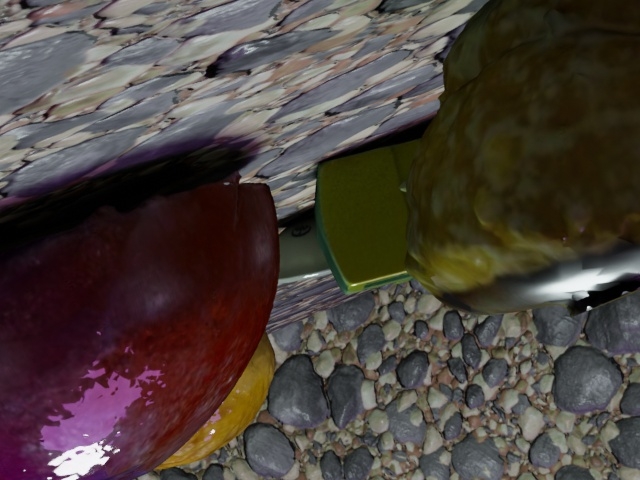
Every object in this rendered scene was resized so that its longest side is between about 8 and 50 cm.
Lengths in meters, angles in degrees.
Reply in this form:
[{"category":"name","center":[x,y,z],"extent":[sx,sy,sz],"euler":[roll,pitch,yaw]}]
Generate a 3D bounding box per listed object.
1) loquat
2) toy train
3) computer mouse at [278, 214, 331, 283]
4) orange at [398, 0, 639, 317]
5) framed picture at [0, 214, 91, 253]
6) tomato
[{"category":"loquat","center":[-0.159,0.139,1.957],"extent":[0.238,0.193,0.238],"euler":[-27,180,0]},{"category":"toy train","center":[0.109,-0.022,1.750],"extent":[0.237,0.150,0.369],"euler":[-13,174,-3]},{"category":"computer mouse","center":[0.000,0.000,1.936],"extent":[0.089,0.056,0.182],"euler":[-7,-172,16]},{"category":"orange","center":[0.196,-0.081,1.088],"extent":[0.369,0.210,0.271],"euler":[-19,177,-45]},{"category":"framed picture","center":[-0.273,0.034,1.389],"extent":[0.203,0.015,0.150],"euler":[-20,175,-25]},{"category":"tomato","center":[-0.147,0.079,1.348],"extent":[0.290,0.176,0.335],"euler":[-26,174,8]}]
